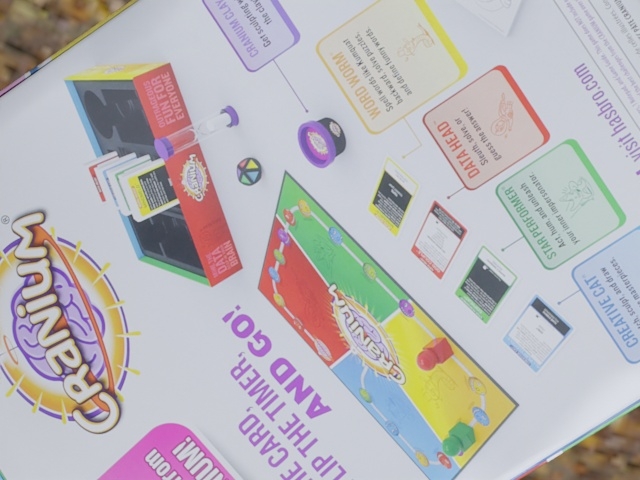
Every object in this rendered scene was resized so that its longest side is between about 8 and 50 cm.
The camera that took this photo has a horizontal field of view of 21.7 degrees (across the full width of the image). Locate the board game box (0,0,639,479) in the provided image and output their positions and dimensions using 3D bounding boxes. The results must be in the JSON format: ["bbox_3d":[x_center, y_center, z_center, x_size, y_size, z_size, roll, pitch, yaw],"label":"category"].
[{"bbox_3d":[0.000,0.000,0.664,0.242,0.316,0.064,58,-171,3],"label":"board game box"}]
